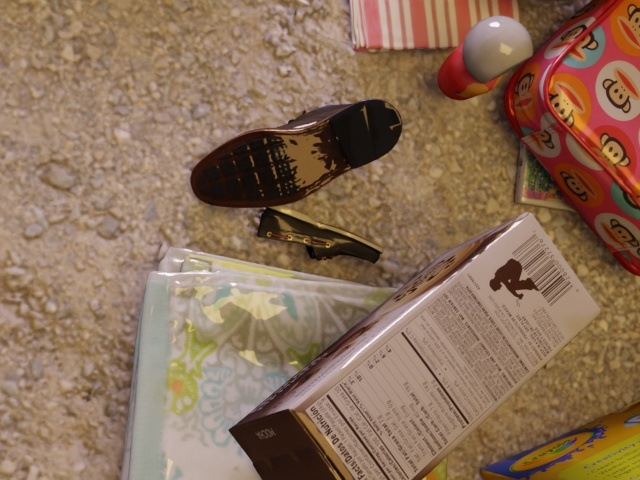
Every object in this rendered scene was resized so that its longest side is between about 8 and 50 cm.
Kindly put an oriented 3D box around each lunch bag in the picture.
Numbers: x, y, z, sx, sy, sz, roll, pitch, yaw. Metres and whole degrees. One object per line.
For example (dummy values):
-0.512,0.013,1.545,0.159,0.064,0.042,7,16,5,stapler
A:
0.367,-0.132,1.219,0.258,0.120,0.293,-44,101,-17,lunch bag

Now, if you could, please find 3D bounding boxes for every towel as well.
-0.029,0.208,1.078,0.320,0.090,0.375,9,73,-17,towel
0.120,-0.274,1.214,0.197,0.029,0.144,-5,87,-19,towel

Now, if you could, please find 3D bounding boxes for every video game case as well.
0.296,-0.102,1.268,0.157,0.019,0.143,8,86,-19,video game case

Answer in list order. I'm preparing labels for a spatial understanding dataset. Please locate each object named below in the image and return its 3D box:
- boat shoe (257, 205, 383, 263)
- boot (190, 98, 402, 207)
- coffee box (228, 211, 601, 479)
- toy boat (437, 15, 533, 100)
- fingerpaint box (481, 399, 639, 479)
0.000,0.000,1.152,0.133,0.049,0.042,19,88,-14,boat shoe
-0.019,-0.087,1.143,0.219,0.106,0.082,-16,98,10,boot
0.083,0.118,1.010,0.297,0.168,0.119,-37,92,-26,coffee box
0.202,-0.292,1.142,0.267,0.148,0.318,21,79,-10,toy boat
0.447,0.238,1.119,0.444,0.371,0.163,-20,92,-19,fingerpaint box
